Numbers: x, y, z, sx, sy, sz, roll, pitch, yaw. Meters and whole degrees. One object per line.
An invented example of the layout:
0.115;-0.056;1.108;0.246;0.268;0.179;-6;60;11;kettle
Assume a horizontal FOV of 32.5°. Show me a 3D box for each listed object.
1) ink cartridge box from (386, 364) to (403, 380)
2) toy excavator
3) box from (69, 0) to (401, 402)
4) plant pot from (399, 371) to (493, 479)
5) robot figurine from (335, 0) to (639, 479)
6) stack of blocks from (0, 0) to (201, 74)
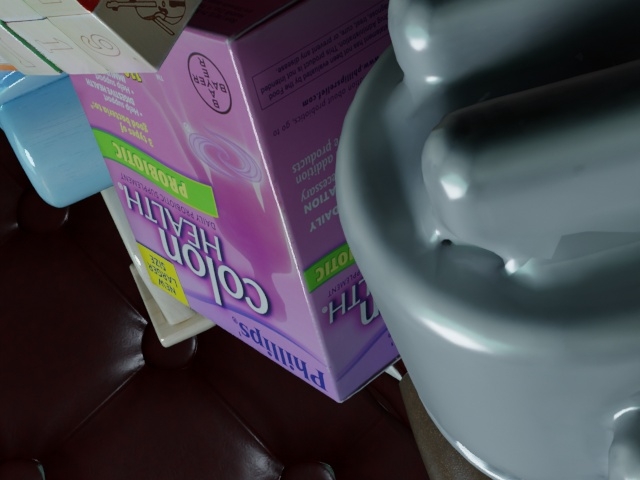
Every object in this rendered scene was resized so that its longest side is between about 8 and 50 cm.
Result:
0.000;0.000;1.260;0.207;0.119;0.353;54;169;-32;ink cartridge box
-0.259;-0.095;1.299;0.433;0.222;0.445;112;135;-81;toy excavator
-0.041;-0.060;0.674;0.213;0.117;0.243;26;143;45;box
0.188;0.205;1.102;0.230;0.215;0.215;53;172;17;plant pot
0.127;0.010;0.533;0.353;0.199;0.300;62;-161;-58;robot figurine
-0.075;-0.170;0.508;0.297;0.171;0.087;9;156;46;stack of blocks
